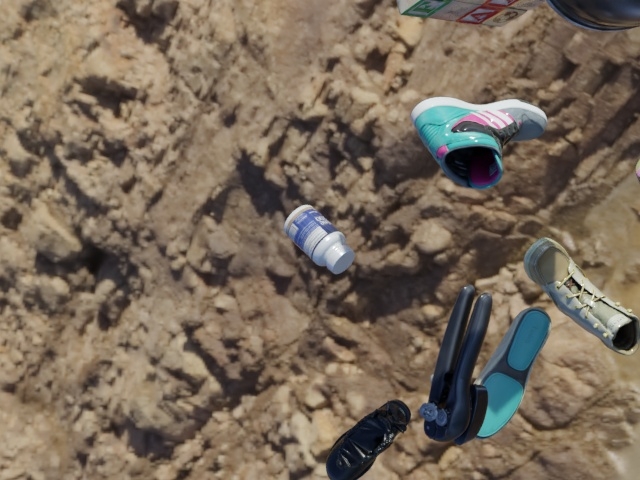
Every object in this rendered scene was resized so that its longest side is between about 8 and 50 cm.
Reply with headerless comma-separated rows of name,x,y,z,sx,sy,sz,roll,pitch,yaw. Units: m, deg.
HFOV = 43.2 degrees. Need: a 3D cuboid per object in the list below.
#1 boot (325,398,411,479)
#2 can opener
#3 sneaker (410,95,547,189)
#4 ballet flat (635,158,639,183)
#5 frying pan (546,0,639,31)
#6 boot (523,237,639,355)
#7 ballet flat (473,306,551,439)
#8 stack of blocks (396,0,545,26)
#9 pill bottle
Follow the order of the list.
boot,0.039,0.203,0.792,0.121,0.099,0.045,-46,77,12
can opener,0.151,0.139,0.897,0.059,0.073,0.186,15,105,40
sneaker,0.332,-0.185,1.568,0.123,0.296,0.178,115,147,-51
ballet flat,0.448,-0.116,0.899,0.079,0.222,0.077,92,156,-43
frying pan,0.253,-0.203,0.474,0.053,0.326,0.197,53,132,46
boot,0.430,0.093,1.319,0.077,0.213,0.165,-44,38,1
ballet flat,0.315,0.225,1.382,0.086,0.086,0.248,22,76,50
stack of blocks,0.146,-0.401,0.911,0.087,0.171,0.297,-22,78,52
pill bottle,0.000,0.000,1.346,0.120,0.067,0.067,43,114,28
